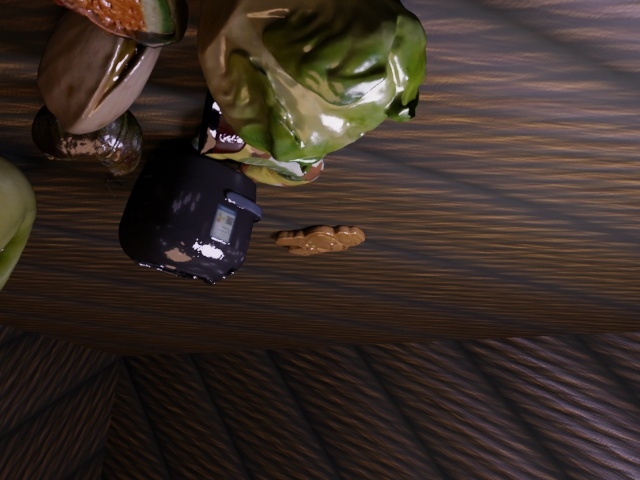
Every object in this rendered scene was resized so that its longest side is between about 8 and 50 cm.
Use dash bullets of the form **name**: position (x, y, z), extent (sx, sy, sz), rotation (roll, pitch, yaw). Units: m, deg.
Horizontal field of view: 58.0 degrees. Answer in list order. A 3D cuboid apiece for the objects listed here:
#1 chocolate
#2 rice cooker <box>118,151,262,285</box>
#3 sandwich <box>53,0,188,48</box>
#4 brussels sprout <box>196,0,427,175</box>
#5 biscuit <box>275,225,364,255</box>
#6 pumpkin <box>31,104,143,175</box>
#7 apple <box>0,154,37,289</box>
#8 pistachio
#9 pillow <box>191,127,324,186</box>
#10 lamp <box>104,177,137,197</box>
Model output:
- **chocolate**: position (-0.145, -0.200, 0.924), extent (0.080, 0.148, 0.125), rotation (10, -165, -18)
- **rice cooker**: position (-0.259, -0.038, 1.162), extent (0.267, 0.224, 0.267), rotation (12, 168, 2)
- **sandwich**: position (-0.259, -0.335, 0.632), extent (0.212, 0.109, 0.292), rotation (-7, 155, 39)
- **brussels sprout**: position (-0.011, -0.222, 0.726), extent (0.294, 0.227, 0.259), rotation (25, 136, -28)
- **biscuit**: position (0.002, 0.001, 1.531), extent (0.236, 0.040, 0.144), rotation (-6, 162, 27)
- **pumpkin**: position (-0.387, -0.190, 0.986), extent (0.183, 0.119, 0.108), rotation (9, 160, -30)
- **apple**: position (-0.752, -0.037, 1.126), extent (0.357, 0.357, 0.357), rotation (3, 158, 1)
- **pistachio**: position (-0.310, -0.247, 0.811), extent (0.138, 0.153, 0.238), rotation (12, 132, -46)
- **pillow**: position (-0.108, -0.164, 1.080), extent (0.214, 0.086, 0.233), rotation (-2, 163, 41)
- **lamp**: position (-0.406, -0.126, 1.266), extent (0.121, 0.041, 0.054), rotation (-7, 148, 16)
